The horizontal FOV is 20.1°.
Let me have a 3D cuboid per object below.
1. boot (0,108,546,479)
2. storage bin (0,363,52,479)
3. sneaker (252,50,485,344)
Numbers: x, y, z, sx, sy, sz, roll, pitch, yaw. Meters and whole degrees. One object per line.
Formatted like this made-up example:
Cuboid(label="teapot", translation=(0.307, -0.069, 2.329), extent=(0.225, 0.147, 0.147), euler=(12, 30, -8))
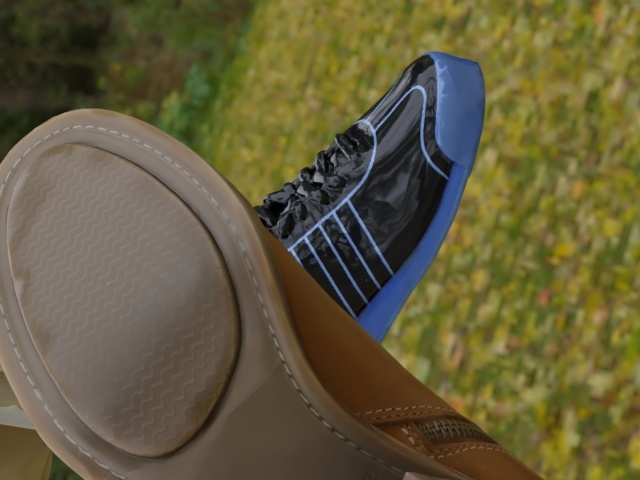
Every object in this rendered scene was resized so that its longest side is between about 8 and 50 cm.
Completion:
Cuboid(label="boot", translation=(0.004, 0.055, 0.471), extent=(0.073, 0.197, 0.152), euler=(-46, -25, 6))
Cuboid(label="storage bin", translation=(-0.239, 0.091, 1.186), extent=(0.262, 0.260, 0.123), euler=(-30, 52, 54))
Cuboid(label="sneaker", translation=(0.000, 0.000, 0.926), extent=(0.232, 0.090, 0.081), euler=(-64, 23, 12))
